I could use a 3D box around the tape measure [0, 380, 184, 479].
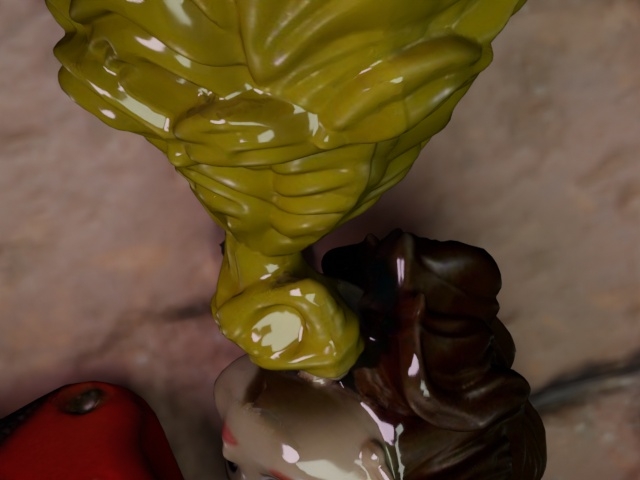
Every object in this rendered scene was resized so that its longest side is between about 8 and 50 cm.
[{"bbox_3d":[-0.133,0.168,0.635,0.260,0.253,0.114,-18,122,-6],"label":"tape measure"}]

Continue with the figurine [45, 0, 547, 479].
[{"bbox_3d":[-0.003,0.002,0.635,0.187,0.168,0.315,17,131,30],"label":"figurine"}]
